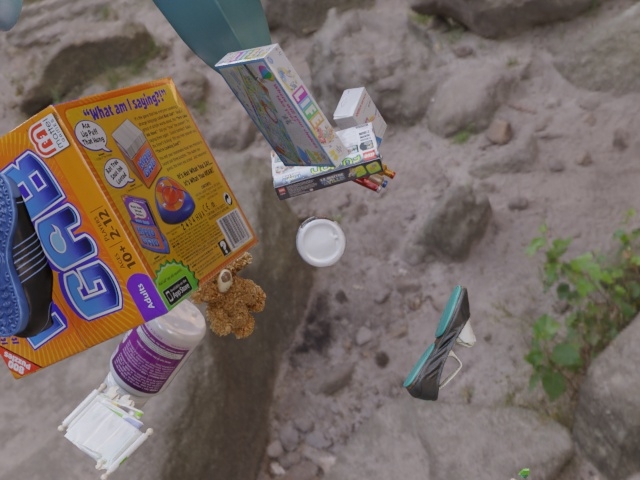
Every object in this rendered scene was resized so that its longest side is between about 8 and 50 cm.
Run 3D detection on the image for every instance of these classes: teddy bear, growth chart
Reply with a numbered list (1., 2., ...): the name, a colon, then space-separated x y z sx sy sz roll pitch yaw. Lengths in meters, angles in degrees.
1. teddy bear: -0.255 0.158 2.274 0.113 0.338 0.245 19 54 35
2. growth chart: -0.482 0.418 1.771 0.237 0.021 0.172 26 54 40

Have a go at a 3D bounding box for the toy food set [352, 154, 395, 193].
1. toy food set: 0.160 -0.210 2.347 0.104 0.232 0.111 27 85 9

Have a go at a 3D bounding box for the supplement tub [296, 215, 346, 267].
1. supplement tub: 0.000 0.000 1.864 0.116 0.117 0.190 -26 3 0

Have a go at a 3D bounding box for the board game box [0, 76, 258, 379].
1. board game box: -0.398 -0.034 1.399 0.356 0.356 0.356 -24 8 25

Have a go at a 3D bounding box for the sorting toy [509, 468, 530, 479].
1. sorting toy: 0.326 0.413 1.330 0.083 0.062 0.012 -43 50 13

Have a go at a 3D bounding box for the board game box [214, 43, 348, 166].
1. board game box: -0.045 -0.151 0.909 0.103 0.154 0.026 9 51 52

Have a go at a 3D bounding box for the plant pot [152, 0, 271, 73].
1. plant pot: -0.232 -0.521 1.830 0.165 0.234 0.165 -21 18 41

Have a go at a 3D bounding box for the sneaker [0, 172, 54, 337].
1. sneaker: -0.428 0.022 1.108 0.081 0.090 0.233 -10 83 16

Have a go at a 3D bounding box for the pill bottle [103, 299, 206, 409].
1. pill bottle: -0.434 0.292 2.016 0.302 0.169 0.169 -52 36 22

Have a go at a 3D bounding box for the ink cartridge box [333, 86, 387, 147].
1. ink cartridge box: 0.086 -0.255 1.693 0.052 0.122 0.089 -4 52 35

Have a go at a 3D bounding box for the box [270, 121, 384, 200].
1. box: 0.010 -0.151 1.497 0.206 0.036 0.114 -15 46 7

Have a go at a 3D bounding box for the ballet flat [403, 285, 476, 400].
1. ballet flat: 0.292 0.243 1.812 0.096 0.095 0.281 30 82 -2

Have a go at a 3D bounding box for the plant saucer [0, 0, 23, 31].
1. plant saucer: -0.539 -0.445 1.295 0.037 0.195 0.195 -7 26 -40
